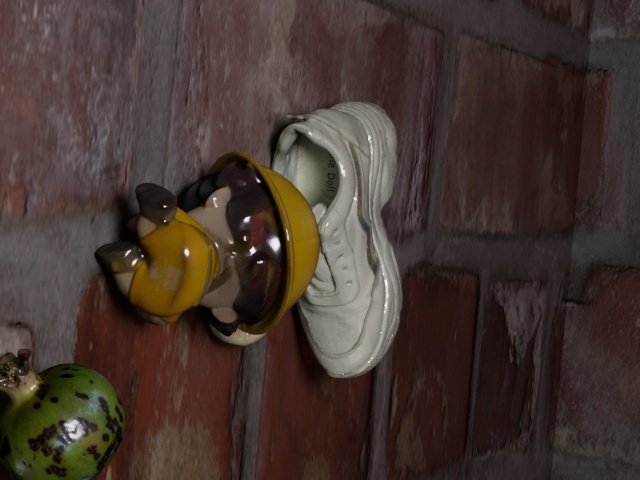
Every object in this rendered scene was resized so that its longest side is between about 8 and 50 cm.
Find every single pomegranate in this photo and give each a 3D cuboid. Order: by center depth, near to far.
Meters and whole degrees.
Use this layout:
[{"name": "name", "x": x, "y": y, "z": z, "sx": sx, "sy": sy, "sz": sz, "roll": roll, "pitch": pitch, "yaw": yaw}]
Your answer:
[{"name": "pomegranate", "x": -0.246, "y": 0.154, "z": 1.462, "sx": 0.161, "sy": 0.122, "sz": 0.122, "roll": 48, "pitch": 45, "yaw": -20}]

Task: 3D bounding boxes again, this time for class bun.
[{"name": "bun", "x": -0.095, "y": 0.076, "z": 1.835, "sx": 0.086, "sy": 0.055, "sz": 0.086, "roll": -13, "pitch": 111, "yaw": -36}]

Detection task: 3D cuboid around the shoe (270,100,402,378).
[{"name": "shoe", "x": 0.000, "y": 0.000, "z": 1.956, "sx": 0.210, "sy": 0.132, "sz": 0.342, "roll": -4, "pitch": 95, "yaw": -62}]

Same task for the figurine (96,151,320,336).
[{"name": "figurine", "x": -0.102, "y": 0.014, "z": 1.675, "sx": 0.257, "sy": 0.167, "sz": 0.192, "roll": -27, "pitch": 133, "yaw": -60}]
